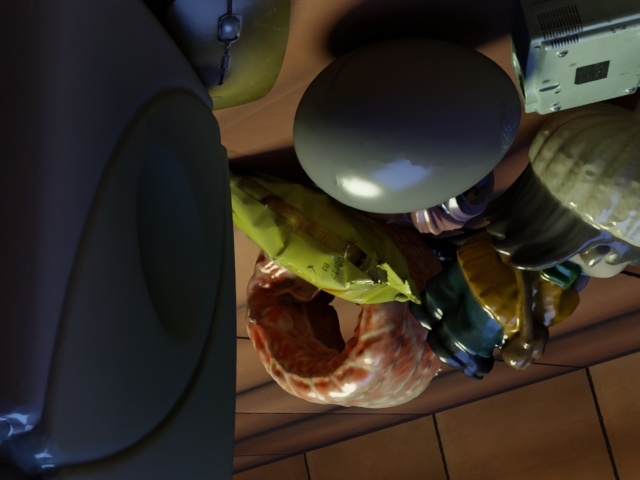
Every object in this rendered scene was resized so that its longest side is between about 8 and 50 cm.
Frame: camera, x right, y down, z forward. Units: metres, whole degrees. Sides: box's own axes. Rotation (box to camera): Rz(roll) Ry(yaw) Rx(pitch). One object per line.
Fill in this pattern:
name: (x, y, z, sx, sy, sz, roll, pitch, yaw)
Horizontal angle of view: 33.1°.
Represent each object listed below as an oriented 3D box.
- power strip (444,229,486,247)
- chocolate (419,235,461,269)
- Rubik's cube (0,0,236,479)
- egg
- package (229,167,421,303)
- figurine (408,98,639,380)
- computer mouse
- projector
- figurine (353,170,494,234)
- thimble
power strip: (0.247, 0.007, 1.508, 0.286, 0.048, 0.080, -15, 161, 15)
chocolate: (0.228, 0.017, 1.392, 0.343, 0.126, 0.148, -20, -176, 18)
Rubik's cube: (-0.260, 0.022, 0.694, 0.352, 0.347, 0.351, -7, 161, 13)
egg: (0.074, -0.098, 0.910, 0.199, 0.146, 0.146, -13, 163, -19)
package: (0.000, 0.000, 1.124, 0.090, 0.226, 0.168, -60, 154, 1)
figurine: (0.236, -0.006, 1.124, 0.332, 0.185, 0.204, -33, 135, 7)
computer mouse: (-0.082, -0.143, 0.843, 0.102, 0.044, 0.199, -9, 163, -17)
projector: (0.228, -0.168, 0.937, 0.115, 0.061, 0.147, -12, 161, 6)
figurine: (0.095, -0.055, 1.112, 0.157, 0.114, 0.126, -18, 146, 23)
thimble: (0.032, 0.081, 1.298, 0.239, 0.239, 0.162, -24, 160, 35)
